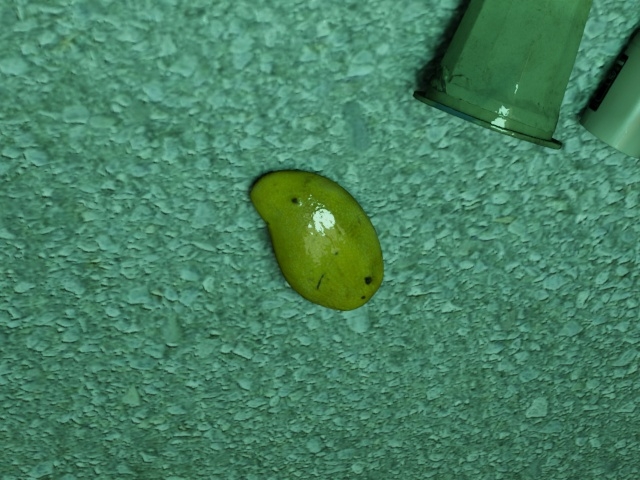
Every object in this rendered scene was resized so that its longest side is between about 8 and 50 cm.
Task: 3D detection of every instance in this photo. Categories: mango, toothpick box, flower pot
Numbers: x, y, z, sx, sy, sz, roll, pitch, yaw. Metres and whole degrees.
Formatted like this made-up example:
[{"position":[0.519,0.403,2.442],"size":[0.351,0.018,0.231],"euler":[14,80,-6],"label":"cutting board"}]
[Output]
[{"position":[0.001,0.003,1.214],"size":[0.157,0.109,0.262],"euler":[-31,122,13],"label":"mango"},{"position":[0.470,-0.221,1.176],"size":[0.111,0.111,0.180],"euler":[18,117,-23],"label":"toothpick box"},{"position":[0.251,-0.247,1.079],"size":[0.212,0.212,0.202],"euler":[14,103,-21],"label":"flower pot"}]
